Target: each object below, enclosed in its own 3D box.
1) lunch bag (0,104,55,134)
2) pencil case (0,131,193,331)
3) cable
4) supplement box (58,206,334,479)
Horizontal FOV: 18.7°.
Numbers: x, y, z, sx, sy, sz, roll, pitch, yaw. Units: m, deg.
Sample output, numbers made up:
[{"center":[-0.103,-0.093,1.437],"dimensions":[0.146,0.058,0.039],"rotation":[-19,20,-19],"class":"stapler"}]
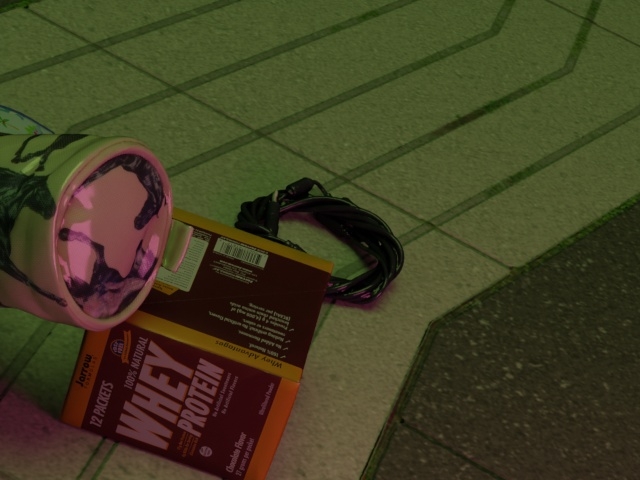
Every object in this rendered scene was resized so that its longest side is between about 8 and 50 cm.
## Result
[{"center":[-0.334,-0.073,1.894],"dimensions":[0.151,0.096,0.129],"rotation":[3,35,-8],"class":"lunch bag"},{"center":[-0.321,-0.025,1.645],"dimensions":[0.410,0.160,0.183],"rotation":[8,5,27],"class":"pencil case"},{"center":[0.000,0.000,2.006],"dimensions":[0.151,0.047,0.184],"rotation":[-10,44,-38],"class":"cable"},{"center":[-0.108,0.089,1.743],"dimensions":[0.191,0.129,0.194],"rotation":[19,33,-1],"class":"supplement box"}]
